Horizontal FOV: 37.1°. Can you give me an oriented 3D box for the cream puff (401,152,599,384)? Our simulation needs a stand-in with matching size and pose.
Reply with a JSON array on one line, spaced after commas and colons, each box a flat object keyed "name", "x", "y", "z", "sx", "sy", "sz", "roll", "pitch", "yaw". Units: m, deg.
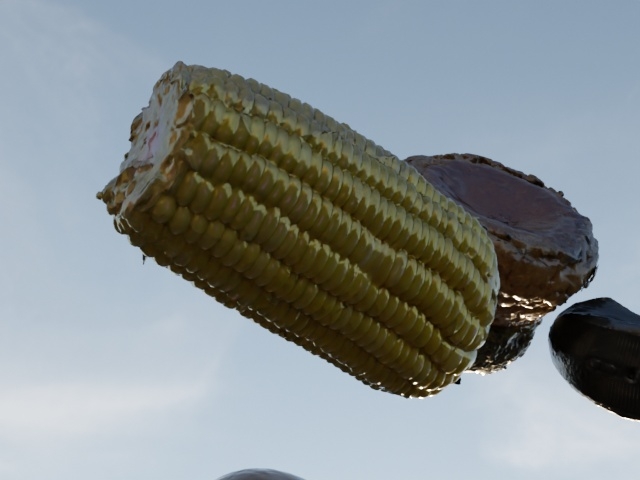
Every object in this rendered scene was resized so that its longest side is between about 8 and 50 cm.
[{"name": "cream puff", "x": 0.119, "y": 0.036, "z": 0.781, "sx": 0.183, "sy": 0.183, "sz": 0.169, "roll": 18, "pitch": -64, "yaw": -1}]

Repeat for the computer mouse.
[{"name": "computer mouse", "x": 0.220, "y": 0.091, "z": 0.716, "sx": 0.135, "sy": 0.047, "sz": 0.079, "roll": 25, "pitch": -66, "yaw": 48}]

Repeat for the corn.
[{"name": "corn", "x": 0.000, "y": 0.000, "z": 0.360, "sx": 0.165, "sy": 0.063, "sz": 0.085, "roll": 28, "pitch": -82, "yaw": -33}]

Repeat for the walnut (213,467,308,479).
[{"name": "walnut", "x": -0.019, "y": 0.293, "z": 0.688, "sx": 0.203, "sy": 0.298, "sz": 0.203, "roll": -13, "pitch": -60, "yaw": -23}]
